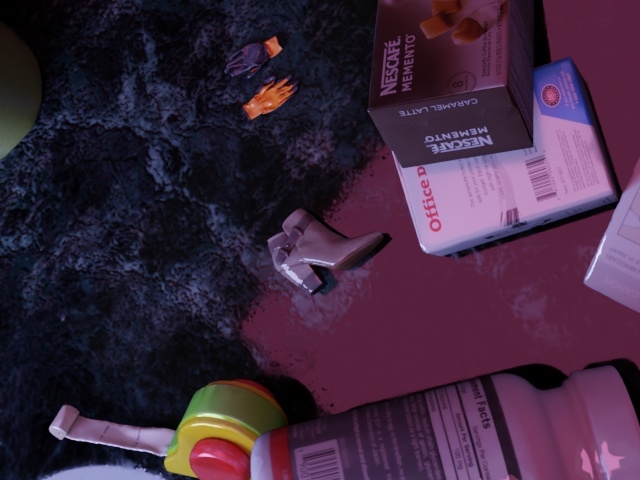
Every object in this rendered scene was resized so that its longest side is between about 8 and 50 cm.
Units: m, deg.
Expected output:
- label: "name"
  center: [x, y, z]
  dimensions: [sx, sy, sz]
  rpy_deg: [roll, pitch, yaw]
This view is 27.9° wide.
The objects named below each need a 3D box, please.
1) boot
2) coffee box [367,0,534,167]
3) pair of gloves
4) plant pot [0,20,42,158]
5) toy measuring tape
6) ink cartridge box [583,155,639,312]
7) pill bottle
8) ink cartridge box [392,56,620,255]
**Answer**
- label: "boot"
  center: [0.000, 0.000, 1.419]
  dimensions: [0.118, 0.042, 0.087]
  rpy_deg: [-37, 70, 5]
- label: "coffee box"
  center: [0.135, -0.205, 1.293]
  dimensions: [0.141, 0.098, 0.247]
  rpy_deg: [-8, 53, 22]
- label: "pair of gloves"
  center: [-0.067, -0.185, 1.461]
  dimensions: [0.074, 0.010, 0.083]
  rpy_deg: [-28, 79, 14]
- label: "plant pot"
  center: [-0.453, -0.186, 1.454]
  dimensions: [0.276, 0.254, 0.276]
  rpy_deg: [-1, 88, 17]
- label: "toy measuring tape"
  center: [-0.153, 0.198, 1.412]
  dimensions: [0.330, 0.121, 0.121]
  rpy_deg: [9, 90, 17]
- label: "ink cartridge box"
  center: [0.479, -0.063, 1.269]
  dimensions: [0.308, 0.091, 0.385]
  rpy_deg: [27, 112, 16]
- label: "pill bottle"
  center: [0.129, 0.249, 1.256]
  dimensions: [0.362, 0.210, 0.210]
  rpy_deg: [-14, 83, 2]
- label: "ink cartridge box"
  center: [0.189, -0.083, 1.338]
  dimensions: [0.203, 0.086, 0.148]
  rpy_deg: [-17, 82, 16]
